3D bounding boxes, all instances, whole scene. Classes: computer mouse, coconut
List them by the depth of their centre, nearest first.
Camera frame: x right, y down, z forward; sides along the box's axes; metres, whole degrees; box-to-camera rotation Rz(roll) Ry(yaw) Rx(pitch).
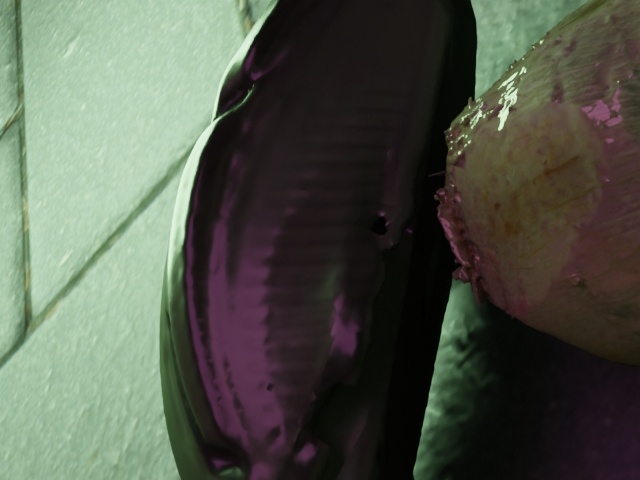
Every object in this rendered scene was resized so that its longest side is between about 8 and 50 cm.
[{"bbox_3d":[0.161,-0.032,0.647,0.194,0.194,0.194,-34,42,37],"label":"coconut"},{"bbox_3d":[-0.003,-0.003,0.796,0.145,0.228,0.429,6,64,14],"label":"computer mouse"}]
